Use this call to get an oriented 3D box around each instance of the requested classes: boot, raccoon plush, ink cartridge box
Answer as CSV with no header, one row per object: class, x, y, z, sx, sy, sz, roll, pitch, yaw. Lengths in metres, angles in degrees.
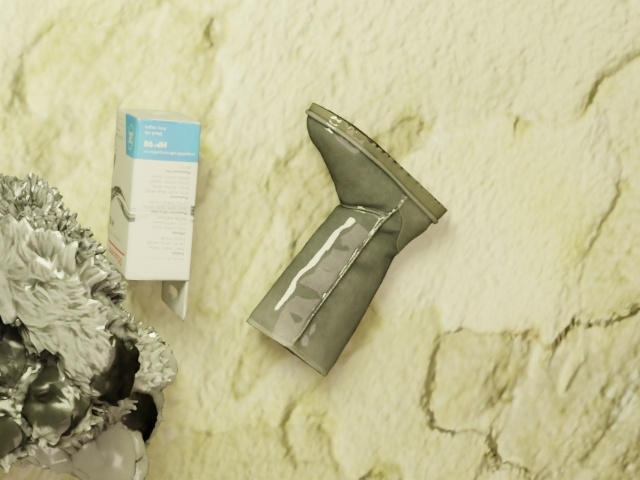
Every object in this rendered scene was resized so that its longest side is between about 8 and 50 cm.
boot,0.000,0.000,1.588,0.189,0.076,0.208,42,93,-17
raccoon plush,-0.248,0.012,1.430,0.216,0.299,0.446,-11,88,6
ink cartridge box,-0.153,-0.025,1.511,0.060,0.104,0.180,3,99,-18
